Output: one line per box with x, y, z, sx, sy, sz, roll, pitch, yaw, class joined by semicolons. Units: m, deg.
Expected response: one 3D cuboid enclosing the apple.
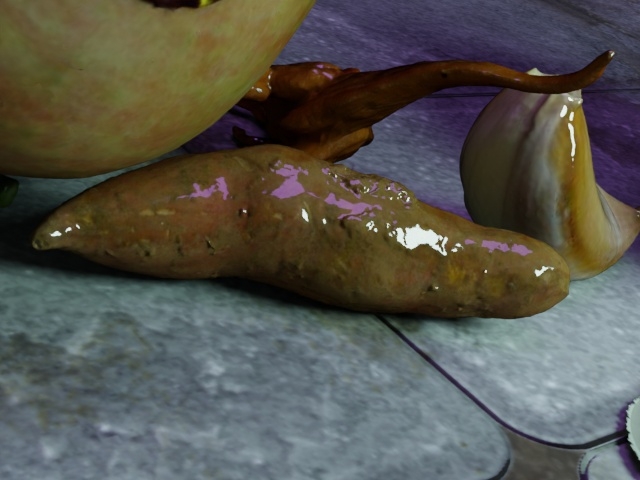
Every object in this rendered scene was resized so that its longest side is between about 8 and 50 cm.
-0.162;-0.230;0.649;0.391;0.391;0.346;25;-2;19;apple

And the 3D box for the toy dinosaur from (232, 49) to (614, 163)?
-0.005;-0.091;0.809;0.208;0.097;0.432;-17;18;-26;toy dinosaur

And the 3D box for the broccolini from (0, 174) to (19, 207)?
-0.300;-0.066;0.724;0.203;0.068;0.091;35;42;2;broccolini

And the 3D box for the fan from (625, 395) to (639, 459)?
0.287;0.176;0.599;0.191;0.009;0.329;10;24;-14;fan

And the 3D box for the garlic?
0.170;-0.031;0.824;0.115;0.128;0.207;2;-24;36;garlic

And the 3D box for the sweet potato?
-0.006;-0.009;0.701;0.355;0.095;0.106;7;32;-17;sweet potato
